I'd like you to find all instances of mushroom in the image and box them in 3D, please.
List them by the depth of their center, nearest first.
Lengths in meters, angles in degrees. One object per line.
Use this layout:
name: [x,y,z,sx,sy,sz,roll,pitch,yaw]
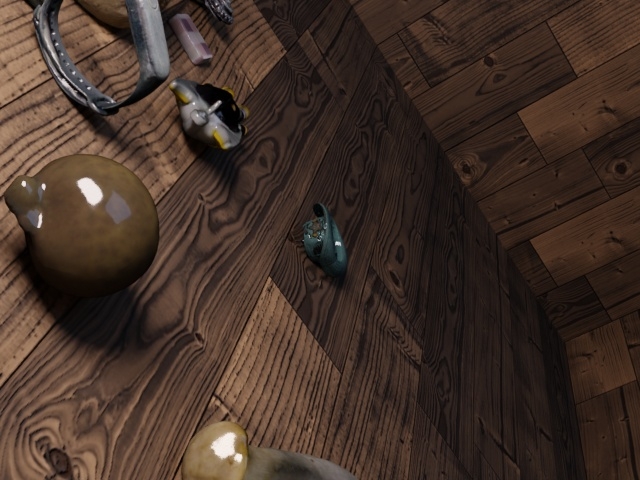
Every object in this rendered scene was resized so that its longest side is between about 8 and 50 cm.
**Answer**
mushroom: [-0.053,0.355,1.206,0.329,0.122,0.159,38,22,-44]

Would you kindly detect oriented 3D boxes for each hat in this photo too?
hat: [0.000,0.000,1.835,0.191,0.078,0.138,63,19,-58]

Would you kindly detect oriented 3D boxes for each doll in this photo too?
doll: [-0.201,-0.242,1.636,0.316,0.103,0.145,-62,137,-74]

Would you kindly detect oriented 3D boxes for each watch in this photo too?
watch: [-0.326,-0.291,1.310,0.068,0.193,0.206,-40,121,-69]

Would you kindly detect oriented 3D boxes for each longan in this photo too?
longan: [-0.293,-0.021,1.077,0.204,0.159,0.184,31,43,-42]

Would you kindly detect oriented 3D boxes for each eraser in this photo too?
eraser: [-0.267,-0.415,1.802,0.105,0.026,0.065,59,19,-5]

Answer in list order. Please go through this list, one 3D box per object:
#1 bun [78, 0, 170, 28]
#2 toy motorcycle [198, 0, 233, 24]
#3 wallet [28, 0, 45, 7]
bun: [-0.329,-0.517,1.504,0.281,0.205,0.281,42,39,-46]
toy motorcycle: [-0.281,-0.606,1.915,0.307,0.108,0.173,55,13,-14]
wallet: [-0.497,-0.481,1.342,0.245,0.052,0.168,53,17,-39]
